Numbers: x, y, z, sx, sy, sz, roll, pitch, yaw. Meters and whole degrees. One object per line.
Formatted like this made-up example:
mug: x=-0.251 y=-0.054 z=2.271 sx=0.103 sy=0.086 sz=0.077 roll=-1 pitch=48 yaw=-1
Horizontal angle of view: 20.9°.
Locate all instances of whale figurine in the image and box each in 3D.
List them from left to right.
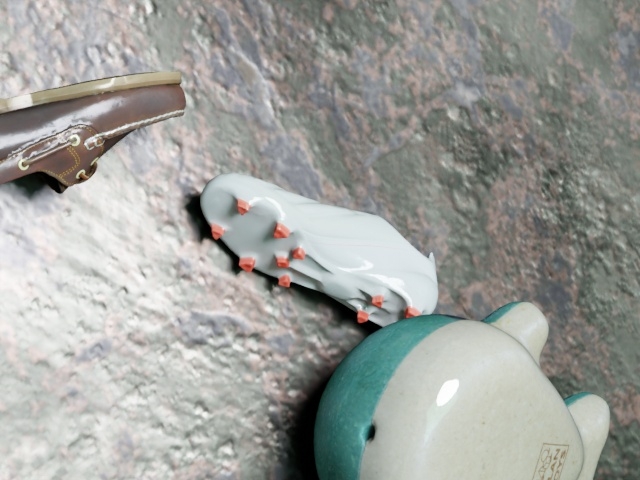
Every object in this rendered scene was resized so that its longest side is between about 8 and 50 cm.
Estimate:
whale figurine: x=0.103 y=0.143 z=1.258 sx=0.272 sy=0.141 sz=0.216 roll=11 pitch=95 yaw=-50

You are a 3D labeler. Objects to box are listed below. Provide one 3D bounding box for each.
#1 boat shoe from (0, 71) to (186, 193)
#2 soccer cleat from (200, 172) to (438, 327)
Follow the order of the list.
boat shoe: x=-0.183 y=-0.065 z=1.151 sx=0.207 sy=0.073 sz=0.073 roll=-14 pitch=90 yaw=-24
soccer cleat: x=0.000 y=0.000 z=1.252 sx=0.196 sy=0.068 sz=0.076 roll=30 pitch=46 yaw=-19
